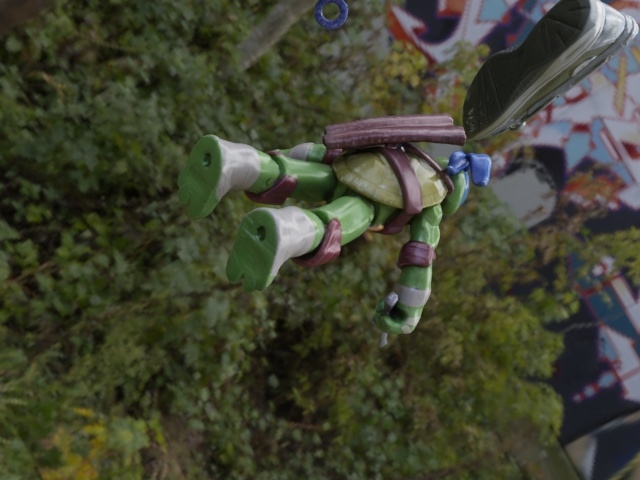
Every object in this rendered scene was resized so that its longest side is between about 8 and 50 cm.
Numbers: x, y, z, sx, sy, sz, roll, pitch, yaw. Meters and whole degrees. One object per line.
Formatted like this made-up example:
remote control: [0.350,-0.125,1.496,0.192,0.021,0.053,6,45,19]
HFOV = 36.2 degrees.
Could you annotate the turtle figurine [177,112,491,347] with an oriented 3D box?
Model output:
turtle figurine: [0.000,0.000,0.876,0.266,0.274,0.198,-1,77,-44]

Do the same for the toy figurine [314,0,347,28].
toy figurine: [-0.028,-0.324,1.043,0.191,0.362,0.217,-96,177,-65]

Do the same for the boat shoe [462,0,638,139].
boat shoe: [0.322,-0.240,1.444,0.103,0.320,0.118,14,56,-23]
